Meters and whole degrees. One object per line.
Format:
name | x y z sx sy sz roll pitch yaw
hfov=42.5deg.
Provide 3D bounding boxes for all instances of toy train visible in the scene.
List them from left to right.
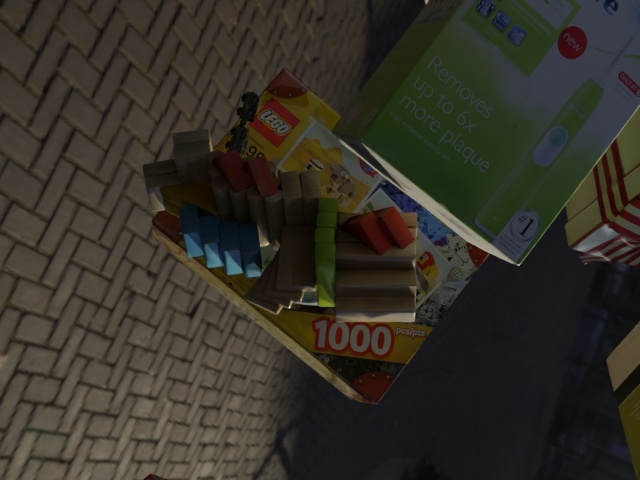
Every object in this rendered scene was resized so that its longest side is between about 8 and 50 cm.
toy train | -0.125 -0.147 1.237 0.036 0.027 0.158 -16 126 -76

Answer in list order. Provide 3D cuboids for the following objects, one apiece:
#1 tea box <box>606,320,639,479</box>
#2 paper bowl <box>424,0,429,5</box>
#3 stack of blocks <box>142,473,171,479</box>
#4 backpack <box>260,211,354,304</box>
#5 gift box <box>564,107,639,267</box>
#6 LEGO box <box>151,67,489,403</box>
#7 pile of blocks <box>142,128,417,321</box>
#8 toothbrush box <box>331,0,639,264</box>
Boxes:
tea box | 0.752 0.315 1.507 0.220 0.329 0.323 110 -15 -47
paper bowl | 0.290 -0.395 1.153 0.284 0.148 0.284 -34 152 -21
stack of blocks | -0.210 0.522 1.421 0.087 0.171 0.297 -41 147 0
backpack | -0.005 0.025 1.232 0.166 0.188 0.144 -3 97 -54
gift box | 0.526 -0.081 1.274 0.276 0.255 0.258 121 -24 -52
LEGO box | 0.000 0.000 1.521 0.372 0.500 0.193 -52 -176 -12
pile of blocks | -0.057 -0.024 0.878 0.149 0.362 0.112 -57 157 -34
toothbrush box | 0.183 -0.153 0.809 0.283 0.206 0.122 -53 -164 0
